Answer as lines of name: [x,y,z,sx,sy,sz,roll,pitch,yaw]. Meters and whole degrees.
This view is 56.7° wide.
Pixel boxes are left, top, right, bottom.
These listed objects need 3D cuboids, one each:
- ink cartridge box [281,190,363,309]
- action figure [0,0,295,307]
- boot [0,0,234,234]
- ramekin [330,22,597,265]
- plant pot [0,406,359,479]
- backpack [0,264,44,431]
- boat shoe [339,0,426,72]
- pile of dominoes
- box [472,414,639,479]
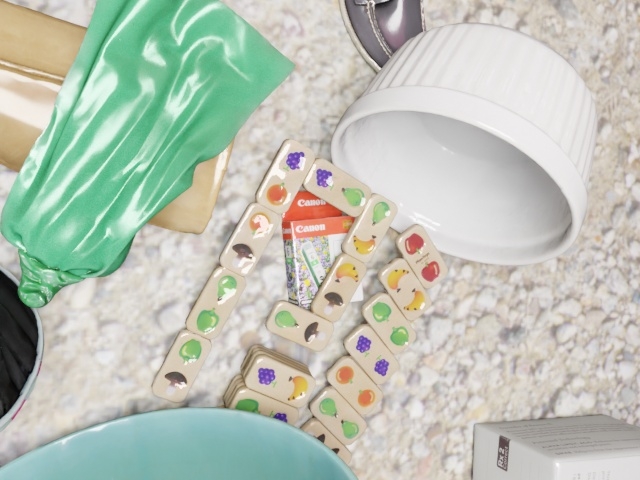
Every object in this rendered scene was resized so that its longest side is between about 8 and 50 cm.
ink cartridge box: [0.000,0.000,0.528,0.062,0.029,0.115,-6,93,-21]
action figure: [-0.132,-0.059,0.389,0.137,0.063,0.232,33,86,-23]
boot: [-0.185,-0.151,0.433,0.269,0.089,0.236,16,96,-20]
ramekin: [0.122,-0.078,0.491,0.207,0.207,0.109,35,68,-17]
plant pot: [-0.097,0.287,0.359,0.293,0.293,0.235,-15,113,-21]
backpack: [-0.292,0.048,0.314,0.253,0.225,0.191,38,98,-21]
boat shoe: [0.057,-0.246,0.537,0.075,0.065,0.206,-20,96,-21]
pile of dominoes: [-0.002,0.072,0.493,0.196,0.040,0.251,28,91,-21]
box: [0.252,0.276,0.575,0.181,0.119,0.181,3,88,-21]
